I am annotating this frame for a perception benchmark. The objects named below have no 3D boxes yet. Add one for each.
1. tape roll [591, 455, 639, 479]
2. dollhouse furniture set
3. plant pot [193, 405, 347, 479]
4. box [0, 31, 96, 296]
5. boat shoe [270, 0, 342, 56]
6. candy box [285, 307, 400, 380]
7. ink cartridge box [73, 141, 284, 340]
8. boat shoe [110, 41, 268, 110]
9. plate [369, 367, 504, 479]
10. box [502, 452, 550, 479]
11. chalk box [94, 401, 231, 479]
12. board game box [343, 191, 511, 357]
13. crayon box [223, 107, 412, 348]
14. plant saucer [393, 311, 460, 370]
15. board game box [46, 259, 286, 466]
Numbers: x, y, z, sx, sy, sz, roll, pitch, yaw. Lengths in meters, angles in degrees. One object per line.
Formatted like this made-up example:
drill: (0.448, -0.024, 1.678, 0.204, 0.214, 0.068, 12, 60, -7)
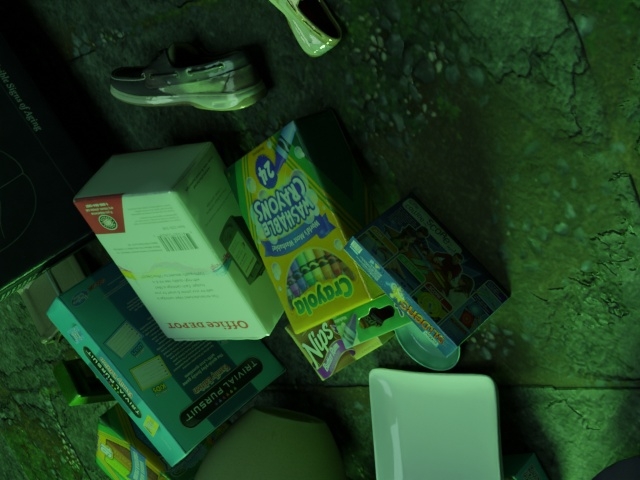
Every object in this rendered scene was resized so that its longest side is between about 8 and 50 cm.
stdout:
tape roll: (0.454, 0.425, 1.516, 0.274, 0.090, 0.275, 11, 114, 27)
dollhouse furniture set: (-0.457, 0.150, 2.307, 0.197, 0.151, 0.302, -46, 65, 31)
plant pot: (-0.073, 0.391, 1.973, 0.284, 0.284, 0.191, 12, 89, 40)
box: (-0.678, -0.096, 1.966, 0.480, 0.471, 0.297, 57, 161, -4)
boat shoe: (-0.027, -0.325, 1.515, 0.059, 0.063, 0.170, -18, 114, 47)
candy box: (0.032, 0.138, 1.810, 0.109, 0.053, 0.186, 54, 140, 1)
ink cartridge box: (-0.209, 0.007, 1.819, 0.226, 0.131, 0.306, -3, 131, 36)
boat shoe: (-0.204, -0.252, 1.719, 0.285, 0.103, 0.092, 10, 120, 37)
plate: (0.185, 0.333, 1.740, 0.277, 0.045, 0.278, -5, 90, 52)
box: (0.250, 0.393, 1.777, 0.244, 0.060, 0.101, -21, 103, 51)
chalk box: (-0.275, 0.428, 2.239, 0.289, 0.179, 0.180, 36, 140, 20)
board game box: (0.145, 0.043, 1.556, 0.201, 0.136, 0.035, 47, 141, 9)
crayon box: (0.000, 0.000, 1.660, 0.203, 0.083, 0.323, -29, 84, 51)
plant saucer: (0.161, 0.137, 1.702, 0.119, 0.021, 0.119, 25, 134, 30)
board game box: (-0.261, 0.175, 1.972, 0.336, 0.253, 0.079, 50, 143, 4)
